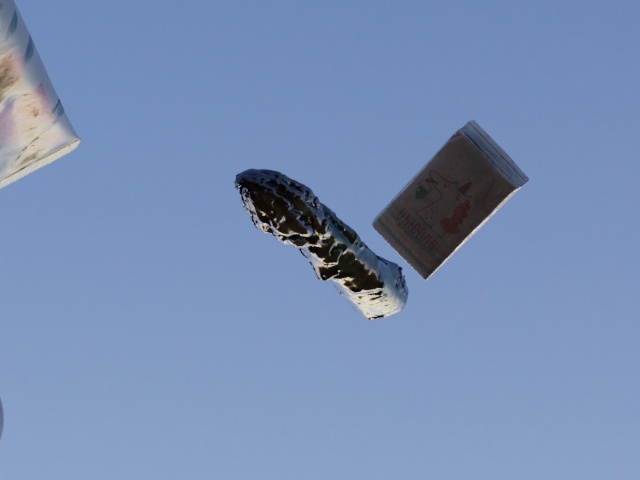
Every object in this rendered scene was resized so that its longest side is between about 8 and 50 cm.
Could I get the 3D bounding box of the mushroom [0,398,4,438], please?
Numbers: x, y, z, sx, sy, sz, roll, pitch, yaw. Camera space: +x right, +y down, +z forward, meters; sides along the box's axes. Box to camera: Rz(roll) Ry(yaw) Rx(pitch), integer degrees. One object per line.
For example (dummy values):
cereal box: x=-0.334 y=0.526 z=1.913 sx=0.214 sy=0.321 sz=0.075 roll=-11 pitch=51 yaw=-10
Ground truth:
mushroom: x=-0.261 y=0.122 z=1.115 sx=0.166 sy=0.166 sz=0.127 roll=-21 pitch=-79 yaw=26

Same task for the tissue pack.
tissue pack: x=0.083 y=-0.026 z=1.254 sx=0.056 sy=0.023 sz=0.108 roll=47 pitch=-49 yaw=3

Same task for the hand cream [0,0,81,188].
hand cream: x=-0.201 y=-0.101 z=1.165 sx=0.080 sy=0.050 sz=0.234 roll=-29 pitch=-29 yaw=-11

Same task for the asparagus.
asparagus: x=0.000 y=0.000 z=0.942 sx=0.036 sy=0.030 sz=0.165 roll=15 pitch=-14 yaw=33
